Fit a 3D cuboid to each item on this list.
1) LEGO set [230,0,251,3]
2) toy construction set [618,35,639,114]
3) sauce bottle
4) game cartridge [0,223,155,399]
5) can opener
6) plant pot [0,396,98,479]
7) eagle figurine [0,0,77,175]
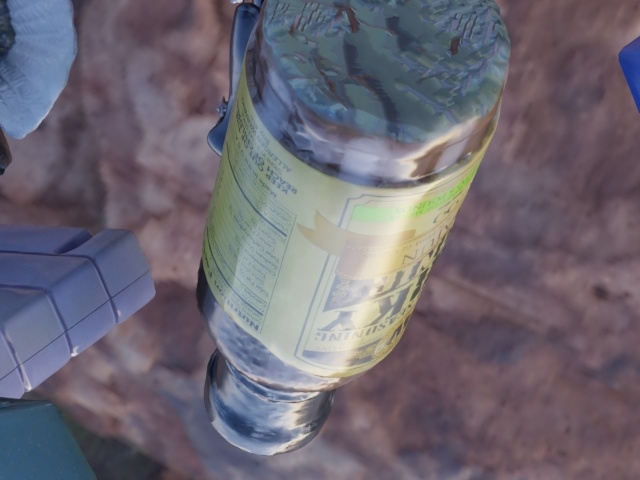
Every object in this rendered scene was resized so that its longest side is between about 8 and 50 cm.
[{"bbox_3d":[0.034,-0.351,2.035,0.255,0.331,0.192,-9,94,56],"label":"LEGO set"},{"bbox_3d":[0.226,0.046,0.360,0.237,0.309,0.257,40,140,55],"label":"toy construction set"},{"bbox_3d":[0.000,0.000,0.900,0.111,0.111,0.344,25,150,4],"label":"sauce bottle"},{"bbox_3d":[-0.295,0.062,1.128,0.355,0.230,0.068,3,124,42],"label":"game cartridge"},{"bbox_3d":[-0.044,-0.115,1.361,0.073,0.059,0.186,15,140,10],"label":"can opener"},{"bbox_3d":[-0.142,0.173,0.632,0.166,0.165,0.234,-4,93,54],"label":"plant pot"},{"bbox_3d":[-0.229,-0.138,1.058,0.226,0.298,0.225,-34,93,16],"label":"eagle figurine"}]
